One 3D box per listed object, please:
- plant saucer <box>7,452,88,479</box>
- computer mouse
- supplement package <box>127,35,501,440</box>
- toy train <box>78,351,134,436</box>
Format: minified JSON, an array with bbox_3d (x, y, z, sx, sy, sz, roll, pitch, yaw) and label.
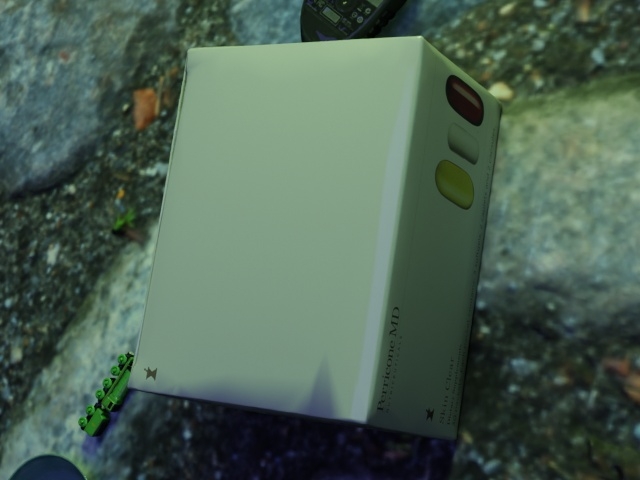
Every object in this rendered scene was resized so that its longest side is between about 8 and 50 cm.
[{"bbox_3d":[-0.235,0.247,0.998,0.119,0.021,0.119,-8,73,29],"label":"plant saucer"},{"bbox_3d":[0.072,-0.242,0.930,0.242,0.041,0.071,-47,67,5],"label":"computer mouse"},{"bbox_3d":[0.000,0.000,0.843,0.204,0.145,0.262,3,80,32],"label":"supplement package"},{"bbox_3d":[-0.182,0.135,0.998,0.023,0.017,0.083,36,98,23],"label":"toy train"}]
